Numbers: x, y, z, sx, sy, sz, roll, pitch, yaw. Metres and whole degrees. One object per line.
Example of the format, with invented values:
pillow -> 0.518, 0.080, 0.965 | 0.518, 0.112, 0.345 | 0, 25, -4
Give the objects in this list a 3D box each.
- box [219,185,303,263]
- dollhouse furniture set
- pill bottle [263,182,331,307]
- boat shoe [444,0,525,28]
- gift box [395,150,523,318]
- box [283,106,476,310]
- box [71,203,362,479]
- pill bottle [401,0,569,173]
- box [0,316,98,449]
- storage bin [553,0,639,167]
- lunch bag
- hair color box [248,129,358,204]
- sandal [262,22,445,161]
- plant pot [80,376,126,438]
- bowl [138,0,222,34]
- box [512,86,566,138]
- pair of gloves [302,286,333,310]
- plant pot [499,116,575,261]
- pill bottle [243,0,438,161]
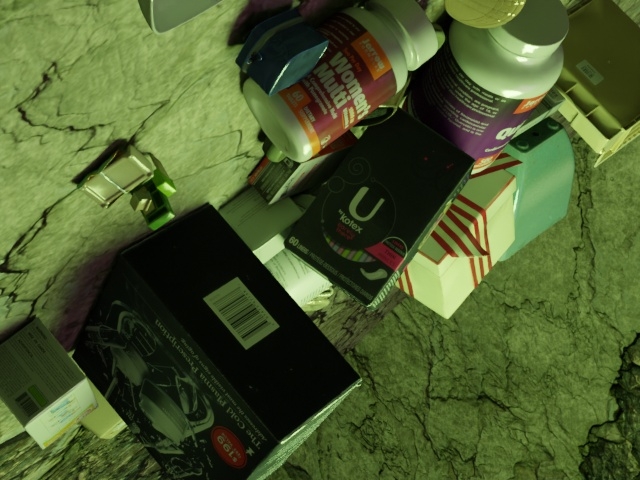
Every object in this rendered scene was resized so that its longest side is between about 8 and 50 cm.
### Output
box -> -0.089, -0.027, 1.695 | 0.102, 0.087, 0.101 | -38, 168, -13
dollhouse furniture set -> -0.222, -0.071, 1.285 | 0.076, 0.059, 0.151 | -34, 150, 7
pill bottle -> -0.046, 0.023, 1.839 | 0.283, 0.160, 0.160 | -34, 167, -25
boat shoe -> 0.231, -0.369, 1.422 | 0.285, 0.102, 0.092 | 104, 5, -71
gift box -> 0.224, -0.042, 2.015 | 0.255, 0.276, 0.258 | -52, 153, -19
box -> 0.091, -0.048, 1.677 | 0.270, 0.165, 0.143 | -54, 172, -3
box -> -0.163, 0.186, 1.625 | 0.179, 0.343, 0.312 | -33, 165, -38
pill bottle -> 0.254, -0.251, 1.715 | 0.181, 0.181, 0.323 | -33, 167, -30
box -> -0.389, 0.203, 1.543 | 0.103, 0.114, 0.203 | -38, 168, -17
storage bin -> 0.537, -0.315, 2.159 | 0.260, 0.262, 0.123 | -34, 166, -26
lunch bag -> -0.048, -0.209, 1.216 | 0.098, 0.065, 0.067 | -35, 166, -49
hair color box -> -0.022, -0.119, 1.656 | 0.093, 0.053, 0.167 | -49, 167, 34
sandal -> 0.056, -0.192, 1.543 | 0.302, 0.086, 0.120 | -39, 168, -7
plant pot -> -0.375, 0.286, 1.938 | 0.109, 0.096, 0.109 | -39, 169, -4
bowl -> -0.100, -0.252, 0.930 | 0.142, 0.053, 0.142 | -36, 166, -21
box -> 0.338, -0.263, 2.016 | 0.186, 0.145, 0.038 | -32, 164, -37
pair of gloves -> -0.103, 0.111, 2.054 | 0.240, 0.042, 0.204 | -6, 167, -5
plant pot -> 0.395, -0.160, 2.379 | 0.247, 0.248, 0.252 | -33, 148, -32
pill bottle -> 0.026, -0.202, 1.331 | 0.221, 0.121, 0.121 | -38, 168, -12
